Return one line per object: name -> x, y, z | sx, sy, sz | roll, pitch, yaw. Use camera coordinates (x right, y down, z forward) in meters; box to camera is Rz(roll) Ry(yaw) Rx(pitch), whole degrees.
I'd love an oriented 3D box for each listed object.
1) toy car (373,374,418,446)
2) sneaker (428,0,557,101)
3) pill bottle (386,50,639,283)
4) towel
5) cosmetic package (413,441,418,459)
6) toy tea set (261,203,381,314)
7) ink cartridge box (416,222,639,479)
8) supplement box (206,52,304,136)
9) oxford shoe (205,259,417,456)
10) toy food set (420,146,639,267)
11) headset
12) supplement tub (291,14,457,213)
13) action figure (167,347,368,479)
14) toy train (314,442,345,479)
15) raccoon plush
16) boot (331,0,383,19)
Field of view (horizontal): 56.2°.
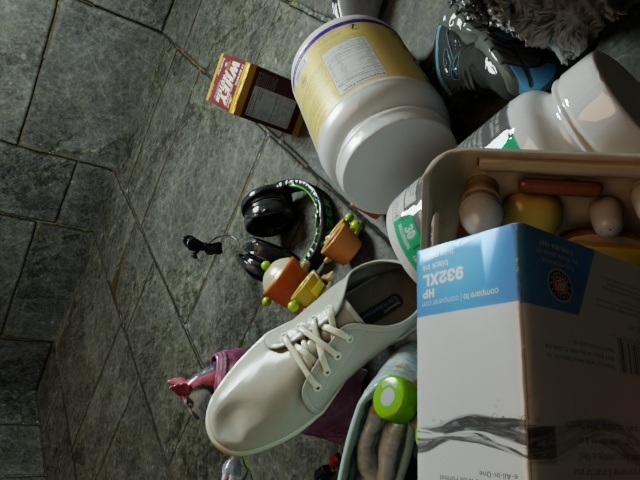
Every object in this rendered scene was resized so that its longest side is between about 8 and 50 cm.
toy car -> 0.181, 0.154, 0.682 | 0.149, 0.155, 0.189 | 27, 89, 55
sneaker -> 0.270, -0.279, 0.980 | 0.341, 0.124, 0.140 | -100, 26, -57
pill bottle -> 0.279, -0.075, 0.835 | 0.361, 0.204, 0.204 | -42, 48, 40
towel -> 0.077, 0.354, 0.914 | 0.090, 0.320, 0.375 | 17, 95, 10
cosmetic package -> 0.337, 0.238, 0.693 | 0.453, 0.161, 0.230 | 12, 89, 55
toy tea set -> 0.000, 0.000, 1.177 | 0.336, 0.124, 0.200 | -54, 5, -24
ink cartridge box -> 0.209, 0.165, 0.560 | 0.129, 0.223, 0.308 | -19, 62, 50
supplement box -> -0.158, -0.375, 1.544 | 0.191, 0.194, 0.129 | 37, 109, 52
oxford shoe -> 0.000, 0.172, 0.973 | 0.449, 0.130, 0.169 | -35, 67, -11
toy food set -> 0.273, 0.011, 0.708 | 0.092, 0.305, 0.220 | -70, -21, -46
headset -> -0.148, -0.015, 1.423 | 0.394, 0.185, 0.244 | -13, 68, 40
supplement tub -> 0.093, -0.234, 1.101 | 0.241, 0.240, 0.331 | -51, 40, 31
action figure -> -0.087, 0.260, 1.085 | 0.276, 0.369, 0.248 | -67, 31, 24
toy train -> 0.034, 0.423, 1.158 | 0.158, 0.036, 0.027 | -52, 42, 31
raccoon plush -> 0.227, -0.406, 0.821 | 0.299, 0.446, 0.216 | -95, 25, -67
boot -> 0.144, -0.598, 1.276 | 0.222, 0.118, 0.339 | 0, 83, 49
